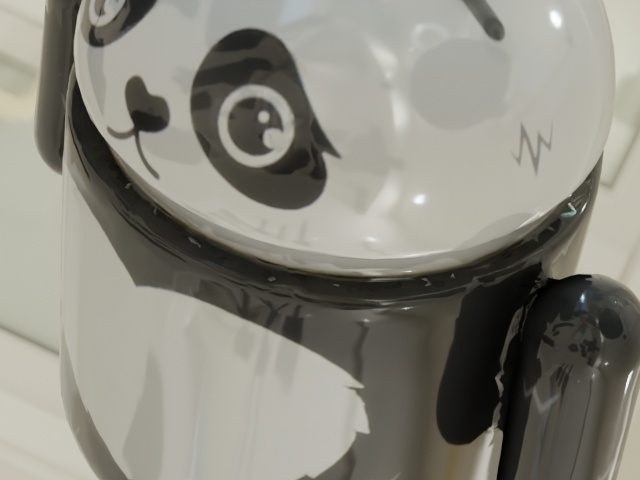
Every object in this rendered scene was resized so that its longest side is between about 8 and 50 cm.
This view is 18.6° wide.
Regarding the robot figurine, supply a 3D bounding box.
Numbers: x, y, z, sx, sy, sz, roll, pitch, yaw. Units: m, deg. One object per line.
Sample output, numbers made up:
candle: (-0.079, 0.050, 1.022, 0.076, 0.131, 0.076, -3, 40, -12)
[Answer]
robot figurine: (-0.003, 0.000, 0.647, 0.173, 0.209, 0.278, -83, -178, -45)
